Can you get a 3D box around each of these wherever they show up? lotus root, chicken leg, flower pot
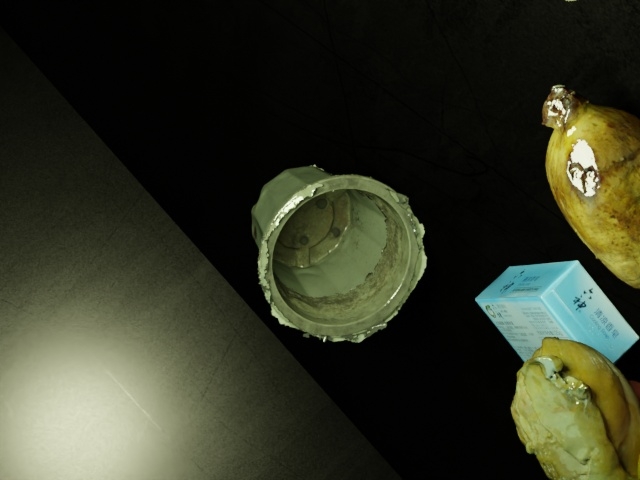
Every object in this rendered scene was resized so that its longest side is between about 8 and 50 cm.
[{"bbox_3d":[0.314,-0.056,1.416,0.260,0.128,0.145,55,174,-19],"label":"lotus root"},{"bbox_3d":[0.375,0.321,1.717,0.429,0.152,0.201,65,158,2],"label":"chicken leg"},{"bbox_3d":[0.000,0.000,2.238,0.290,0.290,0.259,56,174,-25],"label":"flower pot"}]

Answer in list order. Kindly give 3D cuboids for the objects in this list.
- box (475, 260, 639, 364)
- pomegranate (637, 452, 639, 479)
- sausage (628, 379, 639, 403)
[{"bbox_3d":[0.329,0.110,1.881,0.142,0.083,0.232,50,167,-8],"label":"box"},{"bbox_3d":[0.474,0.293,1.584,0.221,0.256,0.221,53,155,38],"label":"pomegranate"},{"bbox_3d":[0.478,0.307,1.819,0.279,0.152,0.152,41,163,32],"label":"sausage"}]
